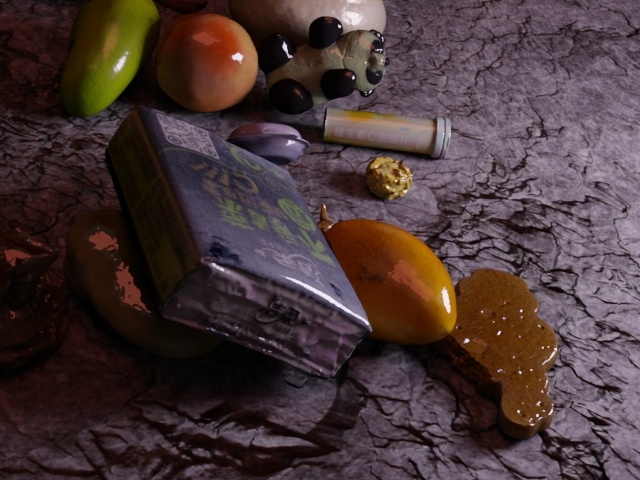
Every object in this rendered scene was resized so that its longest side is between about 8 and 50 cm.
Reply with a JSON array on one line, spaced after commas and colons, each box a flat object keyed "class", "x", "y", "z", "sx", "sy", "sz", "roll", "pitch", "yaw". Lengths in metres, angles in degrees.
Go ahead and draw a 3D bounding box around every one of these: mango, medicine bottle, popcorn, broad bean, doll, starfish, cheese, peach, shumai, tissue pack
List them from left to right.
[{"class": "shumai", "x": -0.410, "y": 0.056, "z": 1.557, "sx": 0.166, "sy": 0.175, "sz": 0.206, "roll": 19, "pitch": 34, "yaw": 10}, {"class": "mango", "x": -0.368, "y": -0.330, "z": 2.099, "sx": 0.143, "sy": 0.175, "sz": 0.293, "roll": 37, "pitch": 42, "yaw": -22}, {"class": "broad bean", "x": -0.234, "y": 0.065, "z": 1.665, "sx": 0.263, "sy": 0.121, "sz": 0.189, "roll": 41, "pitch": 40, "yaw": 13}, {"class": "peach", "x": -0.196, "y": -0.311, "z": 2.111, "sx": 0.184, "sy": 0.184, "sz": 0.184, "roll": 8, "pitch": 37, "yaw": -6}, {"class": "tissue pack", "x": -0.121, "y": -0.008, "z": 1.656, "sx": 0.288, "sy": 0.124, "sz": 0.394, "roll": 23, "pitch": 23, "yaw": -34}, {"class": "cheese", "x": -0.095, "y": -0.144, "z": 1.908, "sx": 0.135, "sy": 0.052, "sz": 0.245, "roll": 4, "pitch": -7, "yaw": -16}, {"class": "starfish", "x": 0.002, "y": -0.003, "z": 1.864, "sx": 0.133, "sy": 0.041, "sz": 0.130, "roll": 35, "pitch": 44, "yaw": 29}, {"class": "doll", "x": 0.005, "y": -0.301, "z": 2.122, "sx": 0.234, "sy": 0.135, "sz": 0.143, "roll": -18, "pitch": 77, "yaw": 17}, {"class": "medicine bottle", "x": 0.113, "y": -0.190, "z": 2.121, "sx": 0.218, "sy": 0.073, "sz": 0.074, "roll": 6, "pitch": 37, "yaw": -4}, {"class": "mango", "x": 0.095, "y": 0.061, "z": 1.723, "sx": 0.154, "sy": 0.126, "sz": 0.252, "roll": -31, "pitch": 46, "yaw": -23}, {"class": "popcorn", "x": 0.113, "y": -0.106, "z": 2.019, "sx": 0.082, "sy": 0.057, "sz": 0.083, "roll": 13, "pitch": 39, "yaw": 13}]

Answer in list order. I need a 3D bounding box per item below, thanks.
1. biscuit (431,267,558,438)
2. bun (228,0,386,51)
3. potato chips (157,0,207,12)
[{"class": "biscuit", "x": 0.251, "y": 0.155, "z": 1.720, "sx": 0.184, "sy": 0.047, "sz": 0.319, "roll": -4, "pitch": 39, "yaw": -15}, {"class": "bun", "x": -0.026, "y": -0.404, "z": 2.281, "sx": 0.299, "sy": 0.164, "sz": 0.299, "roll": 10, "pitch": 19, "yaw": -3}, {"class": "potato chips", "x": -0.314, "y": -0.491, "z": 2.432, "sx": 0.204, "sy": 0.037, "sz": 0.026, "roll": 24, "pitch": 28, "yaw": 24}]
